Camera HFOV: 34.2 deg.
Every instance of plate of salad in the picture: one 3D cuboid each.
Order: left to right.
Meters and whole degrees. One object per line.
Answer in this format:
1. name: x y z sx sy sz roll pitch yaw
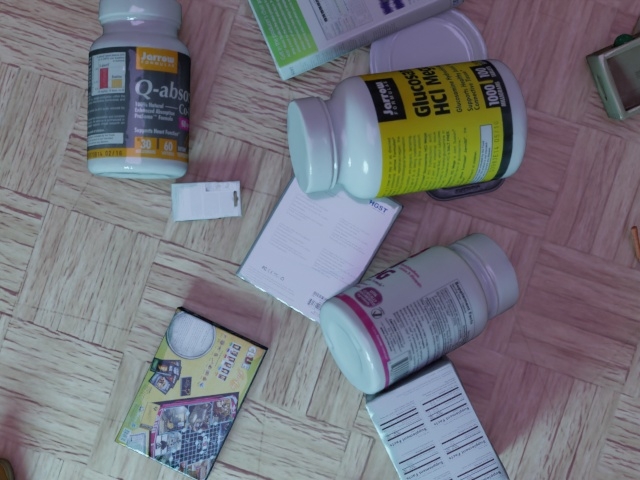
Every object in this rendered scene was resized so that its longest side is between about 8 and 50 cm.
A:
1. plate of salad: 0.176 -0.290 1.704 0.200 0.048 0.199 0 88 -9

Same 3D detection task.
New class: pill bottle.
1. pill bottle: -0.289 -0.241 1.662 0.162 0.162 0.278 1 89 2
2. pill bottle: 0.127 -0.165 1.578 0.334 0.188 0.188 -10 89 -13
3. pill bottle: 0.155 0.106 1.609 0.283 0.160 0.160 -26 88 -20

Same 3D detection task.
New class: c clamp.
1. c clamp: 0.223 -0.135 1.711 0.161 0.022 0.137 -6 89 2

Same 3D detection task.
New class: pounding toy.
1. pounding toy: 0.506 -0.286 1.678 0.130 0.100 0.141 -23 99 2

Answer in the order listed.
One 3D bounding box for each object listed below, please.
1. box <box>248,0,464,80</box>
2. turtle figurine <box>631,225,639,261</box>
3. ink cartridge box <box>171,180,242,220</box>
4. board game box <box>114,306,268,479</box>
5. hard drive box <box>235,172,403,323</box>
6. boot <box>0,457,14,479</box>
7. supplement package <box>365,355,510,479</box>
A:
1. box: 0.039 -0.424 1.682 0.322 0.058 0.232 -22 74 0
2. turtle figurine: 0.627 0.067 1.661 0.217 0.087 0.269 -25 88 1
3. ink cartridge box: -0.187 -0.066 1.722 0.115 0.029 0.062 -3 89 1
4. board game box: -0.211 0.253 1.711 0.165 0.042 0.243 26 90 2
5. hard drive box: 0.000 0.000 1.684 0.181 0.089 0.232 31 91 2
6. boot: -0.519 0.451 1.663 0.073 0.152 0.197 -22 88 1
7. supplement package: 0.177 0.300 1.620 0.149 0.194 0.203 -26 89 2
